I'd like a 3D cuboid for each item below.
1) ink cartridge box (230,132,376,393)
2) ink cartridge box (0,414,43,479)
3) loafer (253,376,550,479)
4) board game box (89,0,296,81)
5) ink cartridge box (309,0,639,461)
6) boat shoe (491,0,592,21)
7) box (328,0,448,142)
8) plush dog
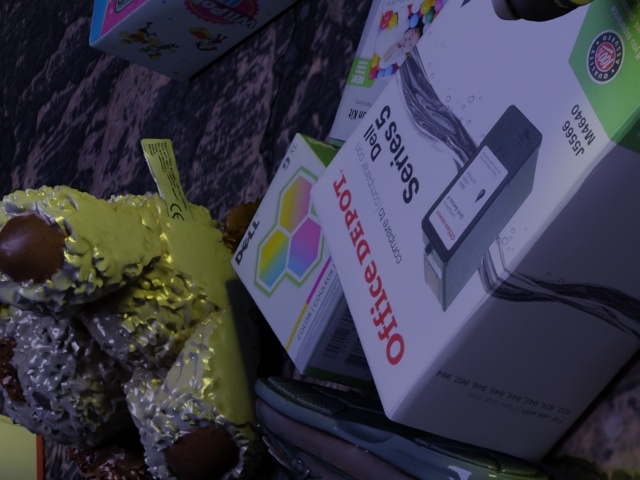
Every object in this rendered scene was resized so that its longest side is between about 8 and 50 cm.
[{"bbox_3d":[0.000,0.000,1.301,0.109,0.062,0.209,-62,31,18],"label":"ink cartridge box"},{"bbox_3d":[-0.356,0.303,1.675,0.283,0.117,0.207,-45,40,38],"label":"ink cartridge box"},{"bbox_3d":[0.030,0.144,1.147,0.267,0.096,0.084,16,94,58],"label":"loafer"},{"bbox_3d":[-0.062,-0.290,1.531,0.303,0.097,0.224,-30,49,50],"label":"board game box"},{"bbox_3d":[0.126,-0.044,1.060,0.273,0.115,0.198,-54,35,29],"label":"ink cartridge box"},{"bbox_3d":[0.180,-0.220,0.952,0.095,0.112,0.335,10,44,27],"label":"boat shoe"},{"bbox_3d":[0.081,-0.143,1.269,0.145,0.038,0.186,19,92,60],"label":"box"},{"bbox_3d":[-0.157,0.068,1.411,0.225,0.262,0.210,-32,14,36],"label":"plush dog"}]
